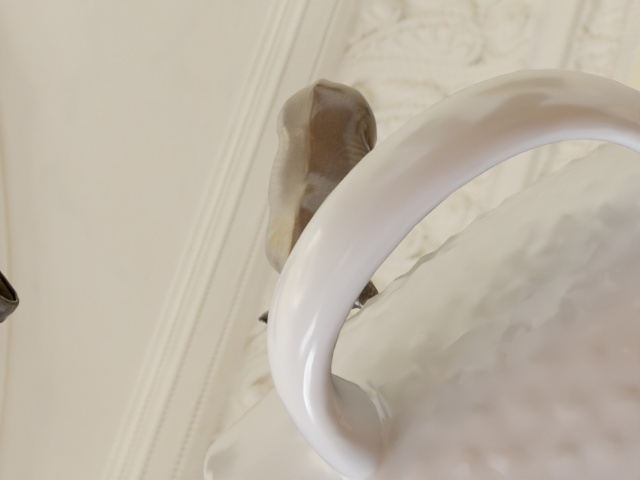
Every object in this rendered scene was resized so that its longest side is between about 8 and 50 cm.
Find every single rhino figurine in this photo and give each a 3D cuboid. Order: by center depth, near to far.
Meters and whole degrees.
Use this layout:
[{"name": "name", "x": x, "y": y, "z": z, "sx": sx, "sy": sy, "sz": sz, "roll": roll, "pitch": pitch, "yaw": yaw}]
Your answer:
[{"name": "rhino figurine", "x": 0.000, "y": 0.000, "z": 1.181, "sx": 0.073, "sy": 0.106, "sz": 0.243, "roll": -3, "pitch": -127, "yaw": 11}]

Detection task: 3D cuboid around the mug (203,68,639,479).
[{"name": "mug", "x": 0.127, "y": 0.073, "z": 0.851, "sx": 0.328, "sy": 0.276, "sz": 0.374, "roll": -41, "pitch": -51, "yaw": 7}]

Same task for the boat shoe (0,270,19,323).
[{"name": "boat shoe", "x": -0.279, "y": -0.029, "z": 1.205, "sx": 0.073, "sy": 0.080, "sz": 0.223, "roll": -30, "pitch": -74, "yaw": 7}]
